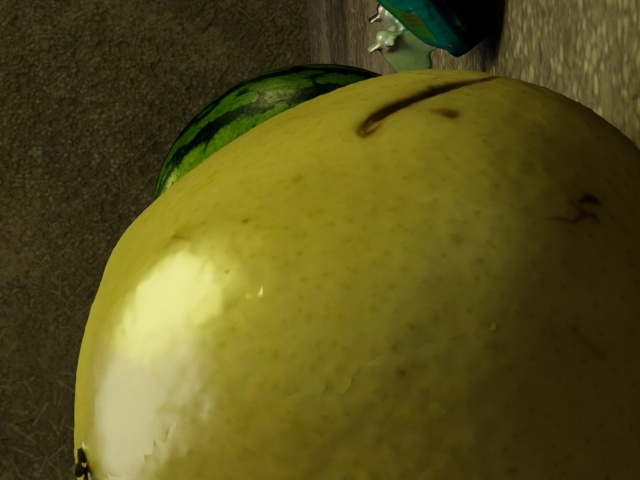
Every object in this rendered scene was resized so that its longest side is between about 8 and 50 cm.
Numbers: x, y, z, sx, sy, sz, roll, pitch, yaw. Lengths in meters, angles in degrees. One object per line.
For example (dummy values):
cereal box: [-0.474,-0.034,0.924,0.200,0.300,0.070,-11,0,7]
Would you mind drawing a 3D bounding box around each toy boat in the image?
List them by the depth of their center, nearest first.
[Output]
toy boat: [0.009,-0.253,0.947,0.299,0.092,0.134,47,-158,-26]

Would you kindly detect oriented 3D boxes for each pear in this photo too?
pear: [0.036,0.070,0.614,0.309,0.309,0.309,177,90,-85]

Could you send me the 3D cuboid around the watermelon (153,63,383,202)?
watermelon: [0.000,0.000,1.025,0.285,0.285,0.285,177,90,-85]
